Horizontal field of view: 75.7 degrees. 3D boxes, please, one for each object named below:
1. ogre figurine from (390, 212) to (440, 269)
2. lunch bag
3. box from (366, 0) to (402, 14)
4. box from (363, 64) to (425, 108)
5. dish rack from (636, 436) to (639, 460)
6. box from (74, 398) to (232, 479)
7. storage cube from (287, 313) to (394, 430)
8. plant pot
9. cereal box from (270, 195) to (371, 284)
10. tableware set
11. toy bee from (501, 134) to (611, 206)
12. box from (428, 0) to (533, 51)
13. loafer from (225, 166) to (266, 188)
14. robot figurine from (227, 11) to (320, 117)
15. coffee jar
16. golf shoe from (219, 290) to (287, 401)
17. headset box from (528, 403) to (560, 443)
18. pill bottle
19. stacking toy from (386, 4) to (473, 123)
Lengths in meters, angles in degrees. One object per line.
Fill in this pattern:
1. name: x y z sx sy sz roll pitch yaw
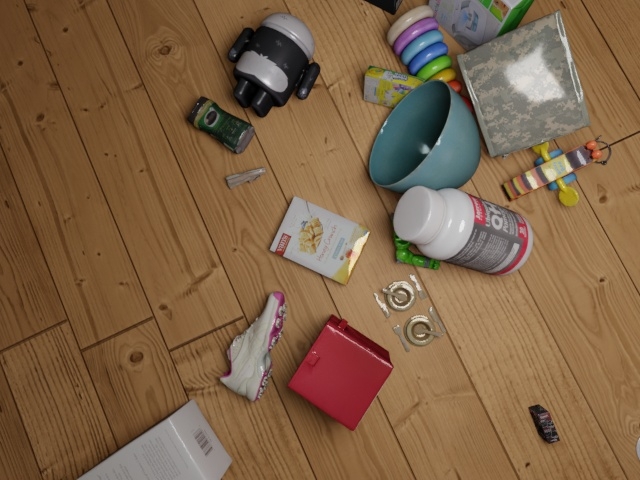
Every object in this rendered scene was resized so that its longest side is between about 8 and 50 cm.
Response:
1. ogre figurine: 0.254 -0.016 1.111 0.118 0.096 0.196 -8 113 2
2. lunch bag: 0.503 -0.369 1.026 0.236 0.169 0.286 -17 100 27
3. box: 0.199 -0.821 1.178 0.185 0.103 0.261 30 89 10
4. box: 0.211 -0.412 1.135 0.180 0.105 0.043 21 72 10
5. dish rack: 1.006 0.566 1.012 0.333 0.072 0.285 -26 83 2
6. box: -0.453 0.629 1.100 0.346 0.168 0.214 -34 84 2
7. storage cube: 0.056 0.328 1.064 0.193 0.184 0.214 33 89 6
8. plant pot: 0.292 -0.230 1.059 0.196 0.290 0.289 24 88 -24
9. cereal box: 0.000 0.000 1.162 0.241 0.047 0.172 24 88 7
10. tableware set: 0.248 0.200 1.127 0.128 0.039 0.194 -30 83 3
11. toy bee: 0.626 -0.206 1.060 0.195 0.162 0.298 44 91 9
12. box: 0.415 -0.635 1.061 0.127 0.262 0.231 -43 84 2
13. loafer: -0.214 -0.182 1.203 0.126 0.045 0.039 -12 102 11
14. robot figurine: -0.132 -0.489 1.152 0.209 0.174 0.278 30 90 -36
15. coffee jar: -0.291 -0.337 1.199 0.185 0.079 0.096 34 93 6
16. golf shoe: -0.184 0.280 1.130 0.140 0.115 0.305 16 86 10
17. headset box: 0.575 0.469 1.064 0.032 0.062 0.083 -18 84 3
18. pill bottle: 0.341 -0.026 0.999 0.319 0.176 0.176 15 87 -26
19. stacking toy: 0.319 -0.462 1.132 0.141 0.141 0.330 -30 90 3
